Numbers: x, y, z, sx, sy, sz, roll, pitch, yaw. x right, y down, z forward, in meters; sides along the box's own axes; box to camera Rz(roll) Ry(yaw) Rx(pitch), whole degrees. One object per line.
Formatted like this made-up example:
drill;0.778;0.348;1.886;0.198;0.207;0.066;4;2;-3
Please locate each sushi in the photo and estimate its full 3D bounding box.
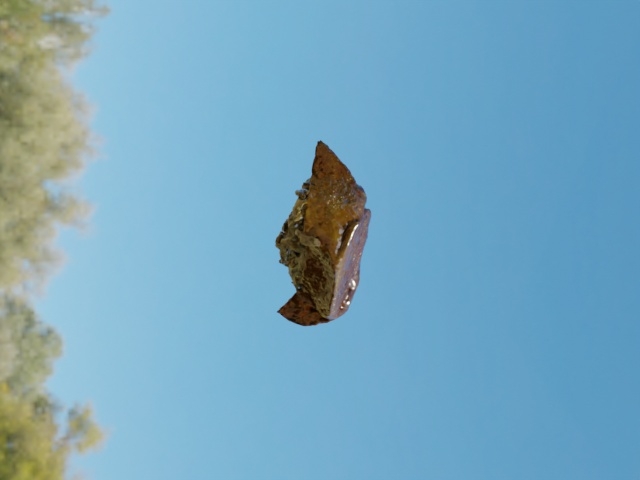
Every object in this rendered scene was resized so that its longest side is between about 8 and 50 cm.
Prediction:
sushi;0.000;0.000;0.666;0.055;0.052;0.120;27;-35;15
